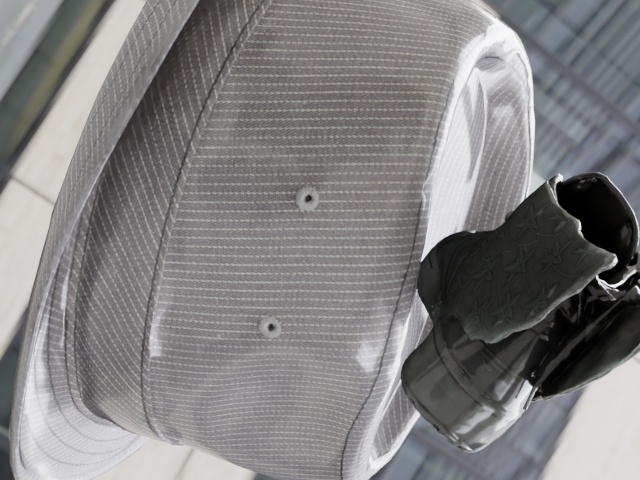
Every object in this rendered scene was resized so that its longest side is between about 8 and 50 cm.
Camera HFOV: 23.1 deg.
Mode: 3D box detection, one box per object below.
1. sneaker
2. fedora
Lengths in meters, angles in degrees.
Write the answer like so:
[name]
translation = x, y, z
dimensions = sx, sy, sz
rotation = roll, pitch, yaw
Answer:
[sneaker]
translation = 0.072, 0.013, 0.514
dimensions = 0.089, 0.051, 0.170
rotation = -48, -174, 20
[fedora]
translation = 0.000, 0.000, 0.615
dimensions = 0.244, 0.124, 0.275
rotation = -12, 125, -67
